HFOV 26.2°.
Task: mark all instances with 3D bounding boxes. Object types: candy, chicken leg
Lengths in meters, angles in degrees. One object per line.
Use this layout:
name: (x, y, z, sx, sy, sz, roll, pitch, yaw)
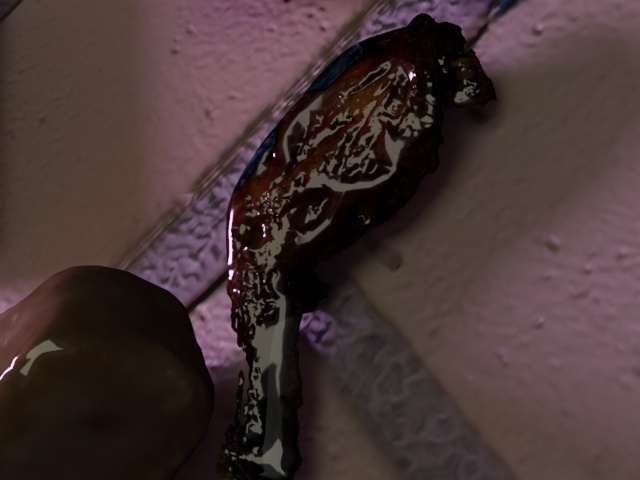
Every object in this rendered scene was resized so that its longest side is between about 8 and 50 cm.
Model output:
candy: (-0.156, 0.116, 0.677, 0.234, 0.102, 0.104, -48, 27, 12)
chicken leg: (0.000, 0.000, 0.678, 0.106, 0.051, 0.253, 17, 79, 36)
